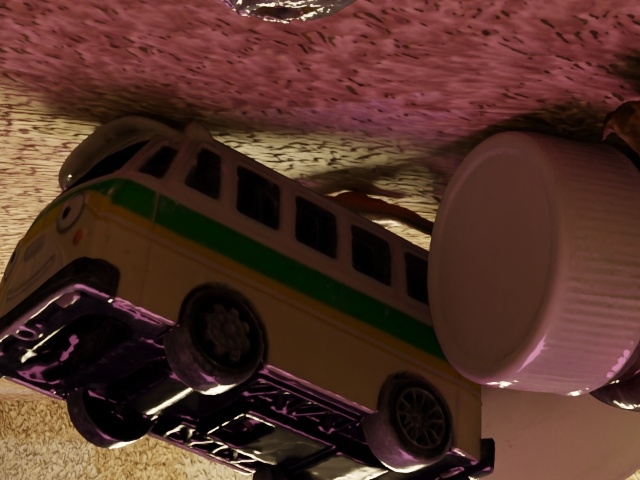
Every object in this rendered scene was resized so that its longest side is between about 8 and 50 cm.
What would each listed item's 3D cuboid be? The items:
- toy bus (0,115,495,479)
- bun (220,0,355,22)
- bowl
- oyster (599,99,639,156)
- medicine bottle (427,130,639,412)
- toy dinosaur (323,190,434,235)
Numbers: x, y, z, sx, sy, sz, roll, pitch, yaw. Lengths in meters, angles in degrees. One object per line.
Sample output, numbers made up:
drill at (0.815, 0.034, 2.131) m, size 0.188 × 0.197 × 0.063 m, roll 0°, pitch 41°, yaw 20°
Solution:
toy bus at (-0.044, 0.048, 0.918) m, size 0.305 × 0.179 × 0.143 m, roll 26°, pitch 143°, yaw -27°
bun at (-0.014, -0.107, 0.563) m, size 0.083 × 0.045 × 0.083 m, roll 5°, pitch 174°, yaw 1°
bowl at (0.138, 0.078, 1.092) m, size 0.277 × 0.145 × 0.277 m, roll -25°, pitch -159°, yaw 10°
oyster at (0.298, -0.043, 0.796) m, size 0.345 × 0.078 × 0.129 m, roll 6°, pitch -170°, yaw -28°
medicine bottle at (0.218, 0.026, 0.907) m, size 0.273 × 0.165 × 0.165 m, roll 9°, pitch 167°, yaw -27°
toy dinosaur at (0.001, -0.006, 1.079) m, size 0.101 × 0.055 × 0.279 m, roll 24°, pitch 158°, yaw -36°
